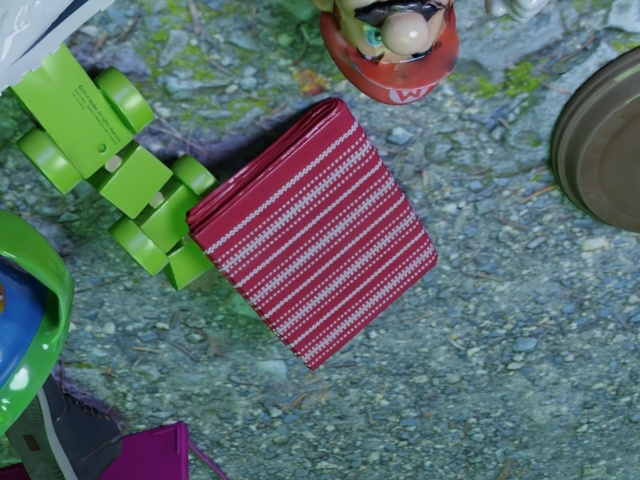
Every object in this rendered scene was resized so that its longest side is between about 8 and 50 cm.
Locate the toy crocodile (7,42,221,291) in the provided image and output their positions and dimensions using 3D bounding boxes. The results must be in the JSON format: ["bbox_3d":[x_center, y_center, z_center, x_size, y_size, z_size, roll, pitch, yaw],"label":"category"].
[{"bbox_3d":[-0.193,-0.071,1.124,0.115,0.105,0.340,-46,132,-8],"label":"toy crocodile"}]

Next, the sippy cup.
[{"bbox_3d":[-0.414,0.081,1.202,0.224,0.240,0.305,43,83,-28],"label":"sippy cup"}]

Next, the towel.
[{"bbox_3d":[0.000,0.000,1.210,0.199,0.031,0.275,-41,135,-4],"label":"towel"}]

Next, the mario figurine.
[{"bbox_3d":[0.064,-0.232,0.891,0.198,0.170,0.320,21,137,25],"label":"mario figurine"}]

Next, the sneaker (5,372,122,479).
[{"bbox_3d":[-0.326,0.210,1.463,0.083,0.118,0.222,-3,114,28],"label":"sneaker"}]

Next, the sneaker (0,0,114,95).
[{"bbox_3d":[-0.249,-0.189,0.942,0.235,0.090,0.095,-45,122,-7],"label":"sneaker"}]

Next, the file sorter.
[{"bbox_3d":[-0.276,0.405,1.589,0.291,0.202,0.182,-16,141,14],"label":"file sorter"}]

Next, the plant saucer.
[{"bbox_3d":[0.371,-0.094,1.180,0.278,0.041,0.278,-2,140,-2],"label":"plant saucer"}]
